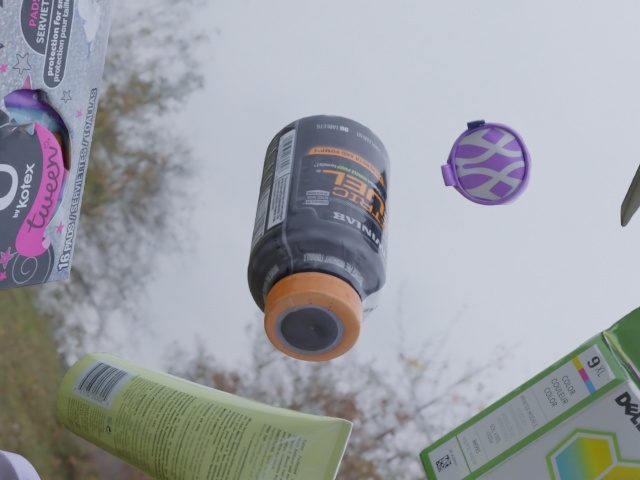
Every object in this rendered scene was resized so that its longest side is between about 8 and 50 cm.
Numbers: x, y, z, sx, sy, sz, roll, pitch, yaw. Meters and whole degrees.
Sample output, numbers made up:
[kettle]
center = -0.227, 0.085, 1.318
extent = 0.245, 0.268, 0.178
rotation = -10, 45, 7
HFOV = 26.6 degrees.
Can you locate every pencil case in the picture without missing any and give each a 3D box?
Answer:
[pencil case]
center = 0.171, -0.074, 1.385
extent = 0.206, 0.088, 0.086
rotation = -3, 71, -81

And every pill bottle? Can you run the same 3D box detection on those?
[pill bottle]
center = 0.000, 0.000, 1.279
extent = 0.245, 0.130, 0.130
rotation = -85, 165, -49

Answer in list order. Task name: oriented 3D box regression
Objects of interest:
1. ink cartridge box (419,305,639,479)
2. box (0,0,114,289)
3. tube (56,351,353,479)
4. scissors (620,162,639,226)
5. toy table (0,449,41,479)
[ink cartridge box]
center = 0.184, 0.137, 0.919
extent = 0.109, 0.209, 0.062
rotation = 49, 11, -30
[box]
center = -0.255, -0.103, 0.933
extent = 0.163, 0.142, 0.247
rotation = 19, -74, 29
[tube]
center = -0.077, 0.128, 0.851
extent = 0.240, 0.062, 0.070
rotation = 13, -55, 46
[scissors]
center = 0.251, -0.137, 0.784
extent = 0.021, 0.109, 0.297
rotation = -110, -157, -61
[toy table]
center = -0.332, 0.290, 1.067
extent = 0.161, 0.252, 0.274
rotation = 28, 58, -49
